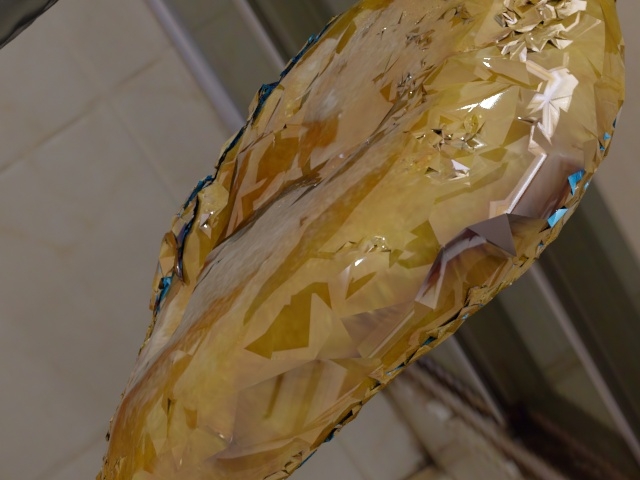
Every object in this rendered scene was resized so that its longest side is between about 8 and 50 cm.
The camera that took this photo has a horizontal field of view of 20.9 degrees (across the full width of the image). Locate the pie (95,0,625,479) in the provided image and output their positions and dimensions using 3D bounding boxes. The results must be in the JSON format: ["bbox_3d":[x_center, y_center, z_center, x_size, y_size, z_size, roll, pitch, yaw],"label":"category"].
[{"bbox_3d":[0.000,-0.001,0.625,0.273,0.069,0.273,-44,17,18],"label":"pie"}]

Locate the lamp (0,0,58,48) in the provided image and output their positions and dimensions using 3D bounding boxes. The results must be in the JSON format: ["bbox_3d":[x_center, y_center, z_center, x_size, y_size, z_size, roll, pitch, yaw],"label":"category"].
[{"bbox_3d":[-0.172,-0.106,0.345,0.198,0.244,0.197,-39,13,11],"label":"lamp"}]
